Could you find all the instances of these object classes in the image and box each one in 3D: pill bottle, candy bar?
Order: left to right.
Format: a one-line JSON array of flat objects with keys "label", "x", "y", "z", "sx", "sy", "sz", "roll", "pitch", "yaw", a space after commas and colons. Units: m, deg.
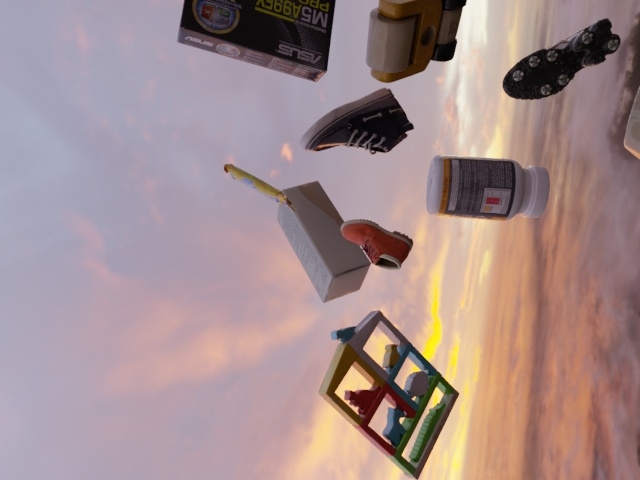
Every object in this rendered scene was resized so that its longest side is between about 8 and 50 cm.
[{"label": "candy bar", "x": -0.098, "y": -0.086, "z": 0.772, "sx": 0.018, "sy": 0.161, "sz": 0.040, "roll": -55, "pitch": -37, "yaw": -7}, {"label": "pill bottle", "x": 0.420, "y": -0.132, "z": 1.255, "sx": 0.162, "sy": 0.279, "sz": 0.162, "roll": 5, "pitch": -90, "yaw": -85}]

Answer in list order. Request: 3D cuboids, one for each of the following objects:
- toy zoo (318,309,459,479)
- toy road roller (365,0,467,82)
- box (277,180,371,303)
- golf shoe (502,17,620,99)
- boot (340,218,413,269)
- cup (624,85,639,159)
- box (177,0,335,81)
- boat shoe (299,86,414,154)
[{"label": "toy zoo", "x": 0.120, "y": 0.267, "z": 0.904, "sx": 0.293, "sy": 0.030, "sz": 0.192, "roll": 46, "pitch": -121, "yaw": -13}, {"label": "toy road roller", "x": 0.221, "y": -0.595, "z": 1.333, "sx": 0.330, "sy": 0.240, "sz": 0.202, "roll": -29, "pitch": -37, "yaw": -27}, {"label": "box", "x": 0.000, "y": 0.000, "z": 1.358, "sx": 0.121, "sy": 0.311, "sz": 0.148, "roll": -18, "pitch": -30, "yaw": -23}, {"label": "golf shoe", "x": 0.541, "y": -0.402, "z": 1.134, "sx": 0.105, "sy": 0.273, "sz": 0.120, "roll": 63, "pitch": -177, "yaw": -11}, {"label": "boot", "x": 0.108, "y": 0.009, "z": 1.028, "sx": 0.059, "sy": 0.158, "sz": 0.084, "roll": 92, "pitch": -158, "yaw": -50}, {"label": "cup", "x": 0.834, "y": -0.273, "z": 1.091, "sx": 0.331, "sy": 0.237, "sz": 0.331, "roll": -30, "pitch": -50, "yaw": -45}, {"label": "box", "x": -0.108, "y": -0.434, "z": 0.898, "sx": 0.060, "sy": 0.270, "sz": 0.216, "roll": 167, "pitch": 112, "yaw": -68}, {"label": "boat shoe", "x": 0.115, "y": -0.303, "z": 1.387, "sx": 0.341, "sy": 0.158, "sz": 0.127, "roll": -33, "pitch": -9, "yaw": -22}]
